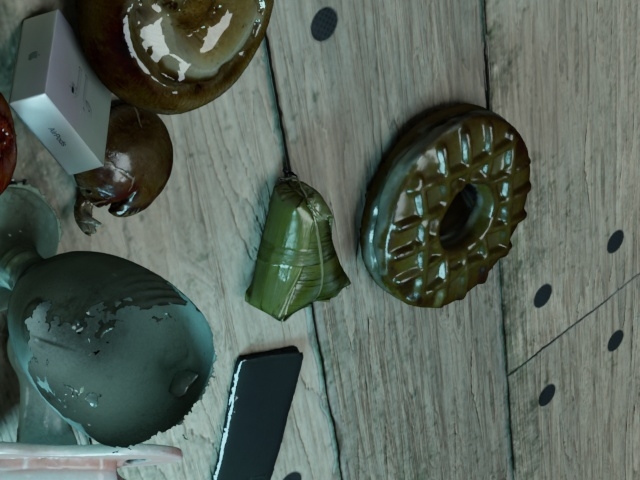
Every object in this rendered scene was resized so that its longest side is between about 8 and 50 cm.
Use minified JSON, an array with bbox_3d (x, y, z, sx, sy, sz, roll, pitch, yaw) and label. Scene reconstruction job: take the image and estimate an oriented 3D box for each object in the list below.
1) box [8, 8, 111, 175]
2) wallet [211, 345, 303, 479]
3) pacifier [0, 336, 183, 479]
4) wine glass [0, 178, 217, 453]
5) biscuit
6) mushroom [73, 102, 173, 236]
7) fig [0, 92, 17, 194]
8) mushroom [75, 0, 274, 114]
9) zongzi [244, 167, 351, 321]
[{"bbox_3d":[-0.289,-0.164,1.607,0.051,0.129,0.130,-15,140,17],"label":"box"},{"bbox_3d":[-0.099,0.277,2.152,0.124,0.025,0.244,-6,118,-43],"label":"wallet"},{"bbox_3d":[-0.332,0.239,1.741,0.332,0.220,0.273,3,113,-22],"label":"pacifier"},{"bbox_3d":[-0.276,0.078,1.594,0.190,0.357,0.190,-23,130,-31],"label":"wine glass"},{"bbox_3d":[0.193,-0.051,2.188,0.332,0.103,0.332,-25,131,-33],"label":"biscuit"},{"bbox_3d":[-0.244,-0.083,1.739,0.135,0.080,0.170,29,89,-40],"label":"mushroom"},{"bbox_3d":[-0.428,-0.104,1.502,0.175,0.207,0.175,-7,90,-75],"label":"fig"},{"bbox_3d":[-0.164,-0.271,1.644,0.253,0.153,0.253,-22,126,-34],"label":"mushroom"},{"bbox_3d":[0.000,-0.003,2.029,0.204,0.094,0.204,-11,121,-46],"label":"zongzi"}]
